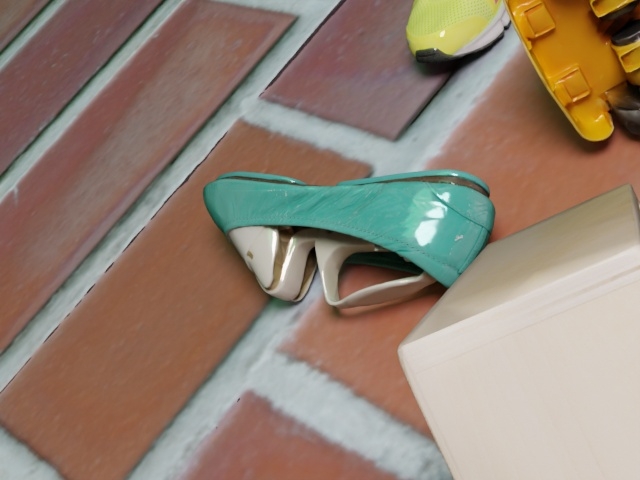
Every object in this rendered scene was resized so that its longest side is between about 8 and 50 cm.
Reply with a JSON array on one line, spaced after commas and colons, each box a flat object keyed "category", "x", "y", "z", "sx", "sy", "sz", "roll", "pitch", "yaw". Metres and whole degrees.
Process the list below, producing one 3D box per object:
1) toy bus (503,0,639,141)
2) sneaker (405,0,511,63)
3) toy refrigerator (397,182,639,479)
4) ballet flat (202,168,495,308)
[{"category": "toy bus", "x": 0.227, "y": -0.194, "z": 0.717, "sx": 0.220, "sy": 0.149, "sz": 0.211, "roll": -28, "pitch": 27, "yaw": 17}, {"category": "sneaker", "x": 0.110, "y": -0.227, "z": 0.866, "sx": 0.081, "sy": 0.094, "sz": 0.209, "roll": 2, "pitch": 55, "yaw": 37}, {"category": "toy refrigerator", "x": 0.118, "y": 0.045, "z": 0.471, "sx": 0.094, "sy": 0.102, "sz": 0.269, "roll": -25, "pitch": 0, "yaw": 17}, {"category": "ballet flat", "x": 0.000, "y": 0.000, "z": 0.747, "sx": 0.247, "sy": 0.083, "sz": 0.087, "roll": 1, "pitch": 68, "yaw": 41}]
